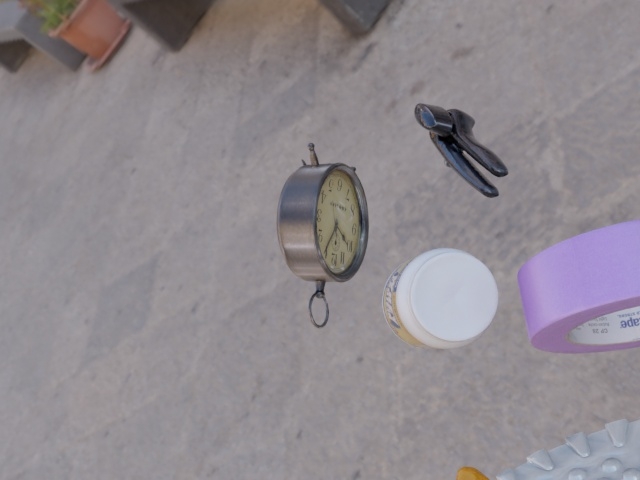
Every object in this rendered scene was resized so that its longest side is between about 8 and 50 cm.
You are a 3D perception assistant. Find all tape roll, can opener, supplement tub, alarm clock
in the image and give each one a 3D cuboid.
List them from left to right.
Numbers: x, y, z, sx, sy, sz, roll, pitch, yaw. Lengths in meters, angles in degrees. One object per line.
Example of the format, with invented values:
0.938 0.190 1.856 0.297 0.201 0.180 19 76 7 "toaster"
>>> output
0.000 0.000 1.005 0.064 0.129 0.192 -4 77 28 "alarm clock"
0.174 0.087 1.346 0.144 0.144 0.200 -58 1 -8 "supplement tub"
0.162 -0.099 1.046 0.186 0.073 0.059 -117 35 -53 "can opener"
0.385 0.060 1.125 0.275 0.275 0.090 -25 62 39 "tape roll"

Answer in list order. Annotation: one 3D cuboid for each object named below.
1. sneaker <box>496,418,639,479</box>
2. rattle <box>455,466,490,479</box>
0.174 0.129 0.409 0.235 0.095 0.090 -17 21 -1 "sneaker"
0.238 0.405 1.398 0.130 0.199 0.143 -37 65 29 "rattle"
